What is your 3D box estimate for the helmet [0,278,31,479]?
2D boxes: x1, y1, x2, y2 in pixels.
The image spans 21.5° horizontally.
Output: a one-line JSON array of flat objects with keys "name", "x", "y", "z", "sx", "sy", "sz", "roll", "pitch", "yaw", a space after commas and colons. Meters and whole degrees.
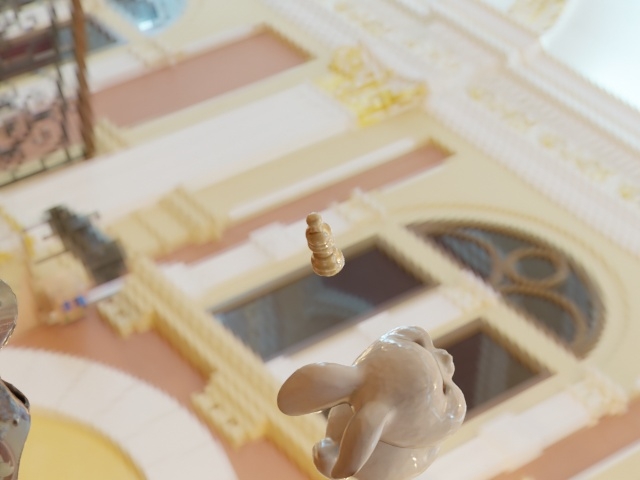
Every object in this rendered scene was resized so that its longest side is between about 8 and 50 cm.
[{"name": "helmet", "x": -0.267, "y": 0.098, "z": 1.100, "sx": 0.153, "sy": 0.107, "sz": 0.177, "roll": 2, "pitch": -82, "yaw": 52}]

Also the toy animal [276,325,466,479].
[{"name": "toy animal", "x": 0.059, "y": 0.180, "z": 1.740, "sx": 0.127, "sy": 0.178, "sz": 0.193, "roll": 59, "pitch": -8, "yaw": 19}]

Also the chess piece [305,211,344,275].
[{"name": "chess piece", "x": 0.000, "y": 0.000, "z": 1.782, "sx": 0.035, "sy": 0.035, "sz": 0.092, "roll": 46, "pitch": -14, "yaw": 32}]
